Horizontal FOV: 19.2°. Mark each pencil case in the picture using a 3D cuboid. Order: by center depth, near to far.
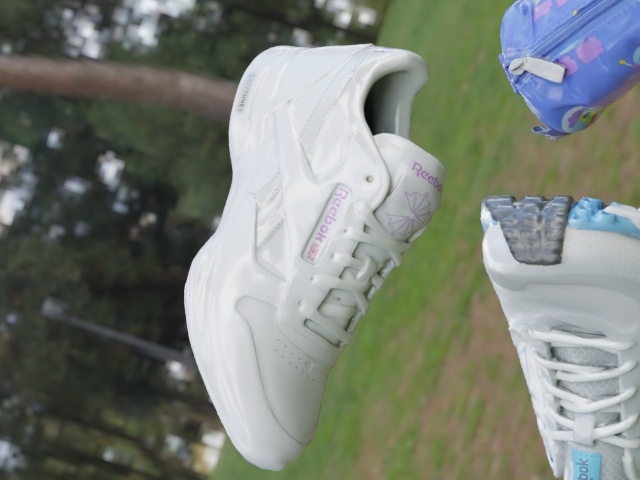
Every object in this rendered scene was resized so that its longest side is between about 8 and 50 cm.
[{"bbox_3d":[0.257,-0.188,1.437,0.133,0.119,0.306,-22,-7,-41],"label":"pencil case"}]

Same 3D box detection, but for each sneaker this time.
[{"bbox_3d":[0.095,0.043,0.612,0.191,0.071,0.082,40,-117,-59],"label":"sneaker"},{"bbox_3d":[0.000,0.000,1.255,0.114,0.152,0.305,34,-122,-52],"label":"sneaker"}]
